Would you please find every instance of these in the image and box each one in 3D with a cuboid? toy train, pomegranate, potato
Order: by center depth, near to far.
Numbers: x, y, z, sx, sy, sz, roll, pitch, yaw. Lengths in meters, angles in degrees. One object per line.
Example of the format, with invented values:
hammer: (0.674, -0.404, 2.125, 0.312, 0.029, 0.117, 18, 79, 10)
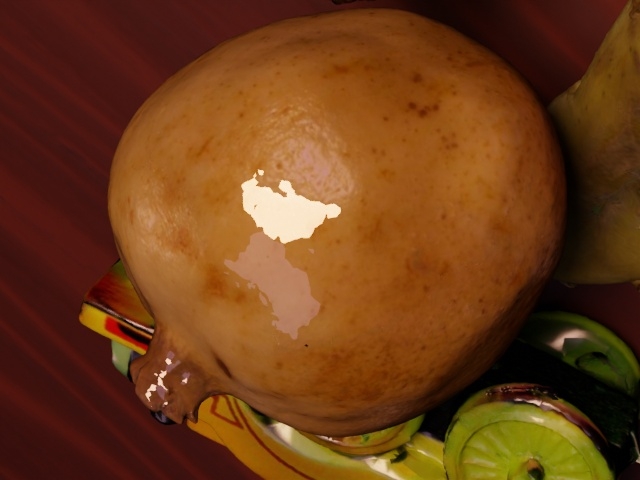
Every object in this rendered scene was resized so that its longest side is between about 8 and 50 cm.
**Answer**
pomegranate: (0.000, 0.000, 0.692, 0.196, 0.196, 0.196, 12, 124, 19)
potato: (0.159, -0.053, 0.711, 0.117, 0.090, 0.225, 54, 132, 8)
toy train: (0.020, 0.074, 0.852, 0.296, 0.100, 0.160, 27, 129, 10)

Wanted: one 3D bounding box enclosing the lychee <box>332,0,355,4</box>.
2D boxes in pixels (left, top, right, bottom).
lychee: (0.027, -0.181, 0.662, 0.171, 0.171, 0.171, 12, 124, 19)
